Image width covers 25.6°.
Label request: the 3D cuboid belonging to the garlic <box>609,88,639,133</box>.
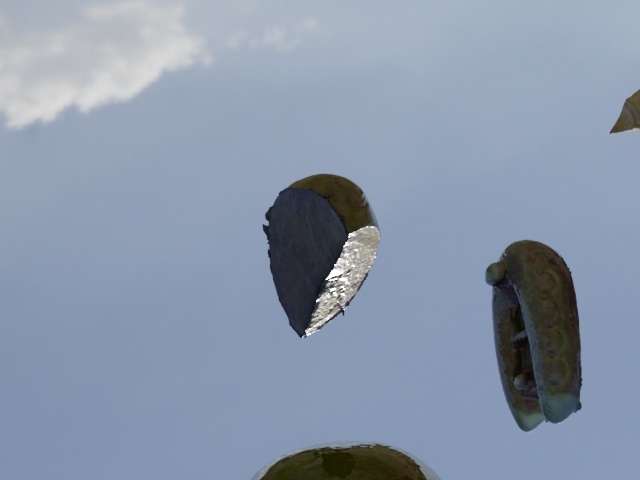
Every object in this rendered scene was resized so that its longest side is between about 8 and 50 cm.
[{"bbox_3d":[0.569,-0.194,2.043,0.267,0.128,0.148,14,169,-30],"label":"garlic"}]

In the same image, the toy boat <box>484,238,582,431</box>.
[{"bbox_3d":[0.242,0.110,1.674,0.085,0.227,0.155,1,166,-13],"label":"toy boat"}]

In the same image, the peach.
[{"bbox_3d":[0.029,0.381,1.699,0.316,0.281,0.314,5,-152,-45],"label":"peach"}]

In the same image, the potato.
[{"bbox_3d":[0.000,0.000,1.846,0.098,0.243,0.138,-25,-117,-36],"label":"potato"}]
